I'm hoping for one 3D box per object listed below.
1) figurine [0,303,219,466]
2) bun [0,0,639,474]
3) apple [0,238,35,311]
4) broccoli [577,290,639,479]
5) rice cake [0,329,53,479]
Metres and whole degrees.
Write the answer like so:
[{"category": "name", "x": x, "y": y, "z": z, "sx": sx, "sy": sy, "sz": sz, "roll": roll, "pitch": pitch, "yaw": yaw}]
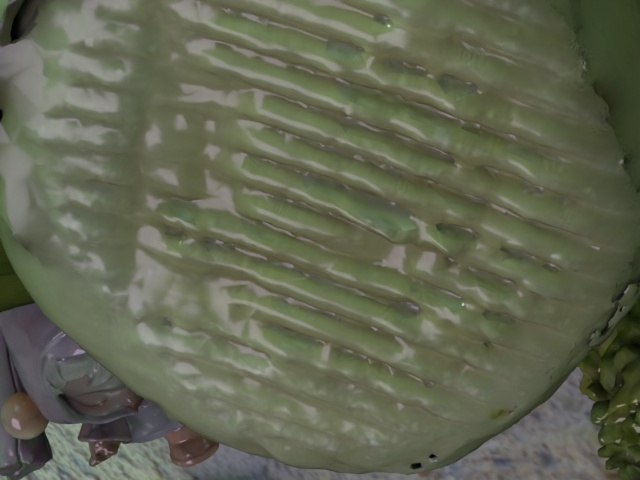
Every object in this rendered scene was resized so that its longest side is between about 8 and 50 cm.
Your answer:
[{"category": "figurine", "x": -0.163, "y": 0.090, "z": 1.266, "sx": 0.133, "sy": 0.200, "sz": 0.276, "roll": 61, "pitch": 176, "yaw": 34}, {"category": "bun", "x": 0.004, "y": -0.070, "z": 0.767, "sx": 0.360, "sy": 0.211, "sz": 0.359, "roll": 6, "pitch": 122, "yaw": 9}, {"category": "apple", "x": -0.291, "y": -0.105, "z": 1.055, "sx": 0.357, "sy": 0.357, "sz": 0.357, "roll": 21, "pitch": 135, "yaw": 23}, {"category": "broccoli", "x": 0.263, "y": 0.176, "z": 0.907, "sx": 0.293, "sy": 0.281, "sz": 0.347, "roll": 19, "pitch": 137, "yaw": 42}, {"category": "rice cake", "x": -0.266, "y": 0.064, "z": 1.311, "sx": 0.055, "sy": 0.049, "sz": 0.269, "roll": -12, "pitch": 81, "yaw": 17}]
